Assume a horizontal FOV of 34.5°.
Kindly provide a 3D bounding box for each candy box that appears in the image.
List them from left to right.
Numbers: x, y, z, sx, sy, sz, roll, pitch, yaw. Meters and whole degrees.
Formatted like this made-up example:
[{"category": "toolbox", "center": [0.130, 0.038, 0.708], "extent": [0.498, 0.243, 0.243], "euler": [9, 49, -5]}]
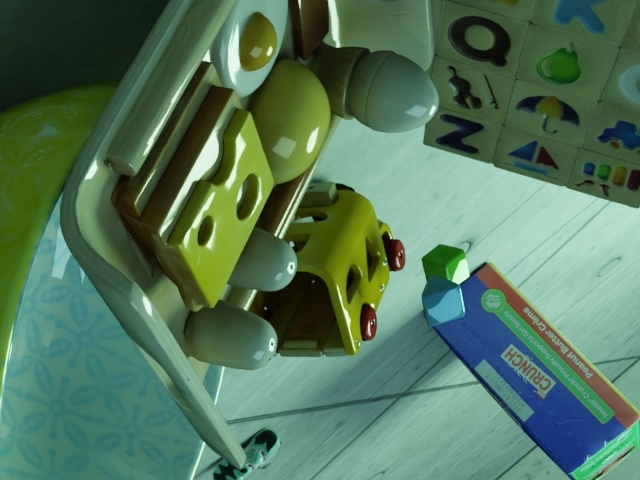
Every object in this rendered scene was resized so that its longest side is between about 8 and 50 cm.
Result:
[{"category": "candy box", "center": [0.294, 0.190, 1.379], "extent": [0.122, 0.268, 0.317], "euler": [-42, 157, 3]}]

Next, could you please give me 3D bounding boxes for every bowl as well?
[{"category": "bowl", "center": [-0.166, 0.049, 0.568], "extent": [0.289, 0.156, 0.289], "euler": [8, 90, -76]}]

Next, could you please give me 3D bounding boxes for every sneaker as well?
[{"category": "sneaker", "center": [-0.088, 0.282, 1.304], "extent": [0.098, 0.038, 0.069], "euler": [-33, 156, -7]}]

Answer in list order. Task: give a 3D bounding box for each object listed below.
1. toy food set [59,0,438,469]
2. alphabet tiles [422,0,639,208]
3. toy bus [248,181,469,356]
[{"category": "toy food set", "center": [-0.010, -0.051, 0.554], "extent": [0.219, 0.092, 0.306], "euler": [74, 36, -59]}, {"category": "alphabet tiles", "center": [0.157, -0.130, 0.635], "extent": [0.342, 0.285, 0.011], "euler": [88, 22, -63]}, {"category": "toy bus", "center": [0.002, 0.006, 0.825], "extent": [0.191, 0.202, 0.104], "euler": [-25, 120, -20]}]
